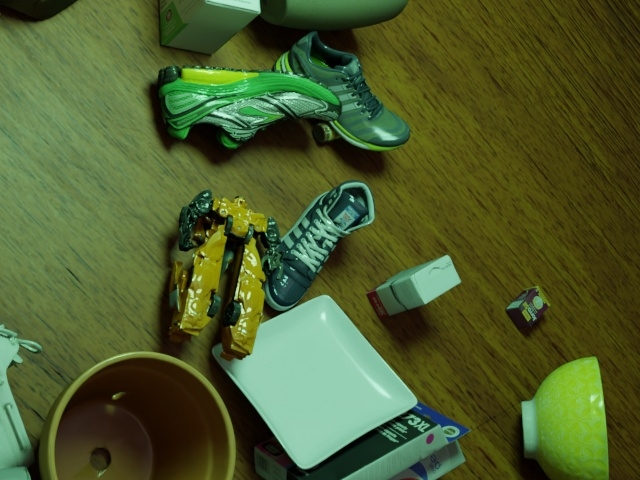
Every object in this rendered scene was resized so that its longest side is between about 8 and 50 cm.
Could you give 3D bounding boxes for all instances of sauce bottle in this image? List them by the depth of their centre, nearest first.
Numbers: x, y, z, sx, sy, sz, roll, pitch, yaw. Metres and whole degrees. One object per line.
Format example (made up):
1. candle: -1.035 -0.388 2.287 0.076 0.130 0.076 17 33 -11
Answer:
1. sauce bottle: 0.045 -0.229 2.045 0.128 0.042 0.042 -23 90 -36

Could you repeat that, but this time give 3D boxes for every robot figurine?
1. robot figurine: -0.171 0.052 1.781 0.211 0.085 0.291 24 55 -25

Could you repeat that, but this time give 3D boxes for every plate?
1. plate: -0.013 0.249 1.809 0.278 0.045 0.277 -23 61 -36

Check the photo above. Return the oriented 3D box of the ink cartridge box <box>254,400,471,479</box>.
1. ink cartridge box: 0.080 0.355 1.816 0.371 0.176 0.069 -18 118 -37

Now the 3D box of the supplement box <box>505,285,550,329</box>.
1. supplement box: 0.446 0.144 2.199 0.083 0.043 0.055 -41 101 -34

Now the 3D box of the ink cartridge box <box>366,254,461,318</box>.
1. ink cartridge box: 0.180 0.090 1.973 0.109 0.150 0.063 -28 92 -36

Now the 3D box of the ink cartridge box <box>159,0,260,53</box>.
1. ink cartridge box: -0.208 -0.508 1.863 0.115 0.198 0.272 4 73 -31

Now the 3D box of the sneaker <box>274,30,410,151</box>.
1. sneaker: 0.053 -0.286 1.978 0.300 0.121 0.111 35 51 -5

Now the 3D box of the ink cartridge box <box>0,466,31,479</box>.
1. ink cartridge box: -0.498 0.475 1.368 0.223 0.129 0.307 -2 88 -18

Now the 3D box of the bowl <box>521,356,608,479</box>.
1. bowl: 0.488 0.380 2.069 0.156 0.289 0.289 -3 73 10

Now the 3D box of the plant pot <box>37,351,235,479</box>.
1. plant pot: -0.304 0.326 1.554 0.291 0.203 0.290 10 71 -32

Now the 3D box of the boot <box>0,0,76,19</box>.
1. boot: -0.532 -0.475 1.713 0.283 0.109 0.220 -28 88 -28

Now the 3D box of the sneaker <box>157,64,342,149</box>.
1. sneaker: -0.127 -0.240 1.879 0.344 0.134 0.146 0 95 -15

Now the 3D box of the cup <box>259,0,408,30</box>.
1. cup: -0.018 -0.533 1.940 0.237 0.331 0.331 -30 93 -25

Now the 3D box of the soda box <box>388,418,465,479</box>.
1. soda box: 0.127 0.425 1.874 0.286 0.098 0.091 -20 88 -36

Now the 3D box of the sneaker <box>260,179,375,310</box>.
1. sneaker: 0.000 0.000 1.879 0.099 0.153 0.282 42 58 -16

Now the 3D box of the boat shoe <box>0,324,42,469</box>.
1. boat shoe: -0.497 0.174 1.514 0.156 0.136 0.367 -17 89 -35
